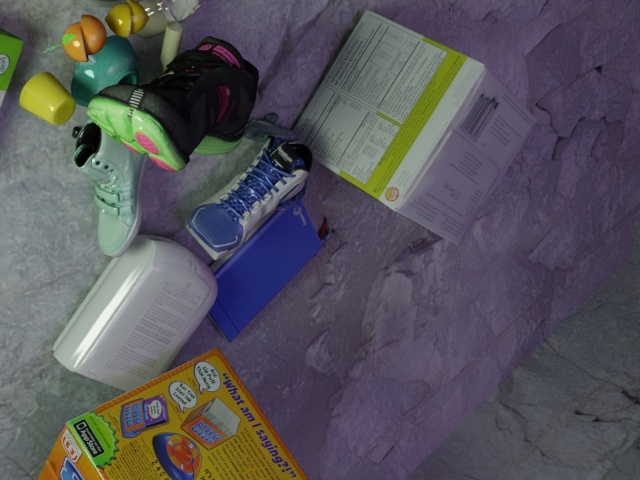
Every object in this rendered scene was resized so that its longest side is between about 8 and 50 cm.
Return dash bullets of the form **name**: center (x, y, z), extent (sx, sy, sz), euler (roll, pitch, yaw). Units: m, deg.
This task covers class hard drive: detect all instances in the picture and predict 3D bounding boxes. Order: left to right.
- **hard drive**: center (-0.138, 0.058, 2.039), extent (0.319, 0.040, 0.210), euler (-46, 143, -17)

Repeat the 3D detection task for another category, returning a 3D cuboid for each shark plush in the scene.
- **shark plush**: center (-0.114, -0.223, 1.829), extent (0.161, 0.067, 0.073), euler (10, 108, -54)

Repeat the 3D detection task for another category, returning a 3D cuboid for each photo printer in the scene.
- **photo printer**: center (-0.349, 0.143, 1.786), extent (0.307, 0.107, 0.256), euler (-56, 146, -4)

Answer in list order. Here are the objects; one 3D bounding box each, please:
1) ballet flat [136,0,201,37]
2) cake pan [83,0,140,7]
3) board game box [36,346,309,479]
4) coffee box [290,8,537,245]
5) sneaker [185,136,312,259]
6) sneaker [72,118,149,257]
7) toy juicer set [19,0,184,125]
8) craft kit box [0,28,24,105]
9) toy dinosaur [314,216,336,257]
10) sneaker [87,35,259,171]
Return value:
- **ballet flat**: center (-0.218, -0.436, 1.526), extent (0.248, 0.086, 0.086), euler (-53, 145, -6)
- **cake pan**: center (-0.315, -0.506, 1.376), extent (0.293, 0.054, 0.293), euler (-31, 137, -34)
- **board game box**: center (-0.300, 0.500, 1.801), extent (0.356, 0.356, 0.356), euler (-23, 159, -39)
- **coffee box**: center (0.201, -0.239, 1.972), extent (0.338, 0.334, 0.337), euler (-59, 147, 4)
- **sneaker**: center (-0.125, -0.114, 1.803), extent (0.315, 0.127, 0.182), euler (-39, 167, -36)
- **sneaker**: center (-0.383, -0.094, 1.571), extent (0.151, 0.094, 0.256), euler (-3, 108, -57)
- **toy juicer set**: center (-0.333, -0.302, 1.466), extent (0.209, 0.089, 0.329), euler (-60, 164, 24)
- **craft kit box**: center (-0.559, -0.199, 1.265), extent (0.250, 0.061, 0.246), euler (-67, 160, 10)
- **toy dinosaur**: center (0.000, 0.000, 2.187), extent (0.082, 0.047, 0.090), euler (-39, 109, -12)
- **sneaker**: center (-0.222, -0.241, 1.472), extent (0.202, 0.185, 0.483), euler (-61, 178, 15)
